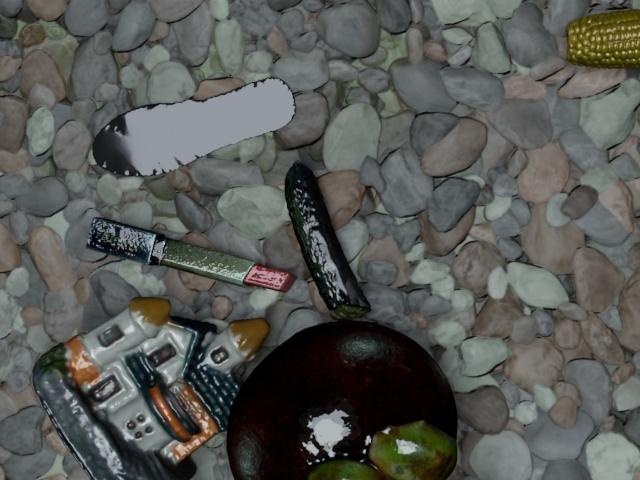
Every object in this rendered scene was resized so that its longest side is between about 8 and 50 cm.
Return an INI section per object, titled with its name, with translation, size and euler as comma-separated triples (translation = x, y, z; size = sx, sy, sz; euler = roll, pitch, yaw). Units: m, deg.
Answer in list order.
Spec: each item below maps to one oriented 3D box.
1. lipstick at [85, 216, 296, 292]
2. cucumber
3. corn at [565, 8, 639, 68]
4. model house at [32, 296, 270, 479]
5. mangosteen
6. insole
[lipstick]
translation = -0.190, 0.028, 1.623
size = 0.312, 0.051, 0.051
euler = 15, 89, 8
[cucumber]
translation = -0.002, 0.001, 1.590
size = 0.067, 0.067, 0.245
euler = -25, 84, 7
[corn]
translation = 0.471, -0.280, 1.519
size = 0.260, 0.091, 0.091
euler = -2, 90, 13
[model house]
translation = -0.207, 0.196, 1.552
size = 0.300, 0.190, 0.271
euler = -34, 82, 5
[mangosteen]
translation = 0.033, 0.260, 1.454
size = 0.329, 0.330, 0.330
euler = 0, 88, 8
[insole]
translation = -0.193, -0.170, 1.653
size = 0.322, 0.007, 0.109
euler = -16, 88, 7
